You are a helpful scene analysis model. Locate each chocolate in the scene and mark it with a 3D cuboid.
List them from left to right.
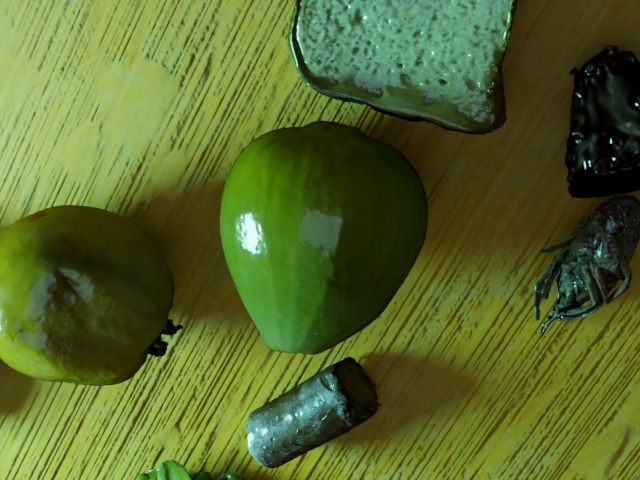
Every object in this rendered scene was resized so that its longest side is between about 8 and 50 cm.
[{"bbox_3d":[0.293,-0.121,1.392,0.156,0.156,0.133,-14,82,17],"label":"chocolate"}]

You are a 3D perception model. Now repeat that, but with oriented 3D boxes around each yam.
[{"bbox_3d":[-0.011,0.191,1.611,0.141,0.079,0.079,-31,105,24],"label":"yam"}]

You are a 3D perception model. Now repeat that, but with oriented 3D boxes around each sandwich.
[{"bbox_3d":[0.089,-0.243,1.386,0.226,0.087,0.251,11,113,4],"label":"sandwich"}]

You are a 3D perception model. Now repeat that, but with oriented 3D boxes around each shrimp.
[{"bbox_3d":[0.270,0.031,1.488,0.073,0.075,0.190,8,133,-29],"label":"shrimp"}]

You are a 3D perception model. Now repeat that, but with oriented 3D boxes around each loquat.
[{"bbox_3d":[-0.255,0.063,1.544,0.234,0.176,0.187,18,118,-20],"label":"loquat"}]

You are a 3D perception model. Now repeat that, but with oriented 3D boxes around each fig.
[{"bbox_3d":[0.005,-0.006,1.453,0.207,0.207,0.230,0,121,11],"label":"fig"}]

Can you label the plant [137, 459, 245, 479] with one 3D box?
[{"bbox_3d":[-0.141,0.420,1.663,0.261,0.297,0.306,33,89,-28],"label":"plant"}]
